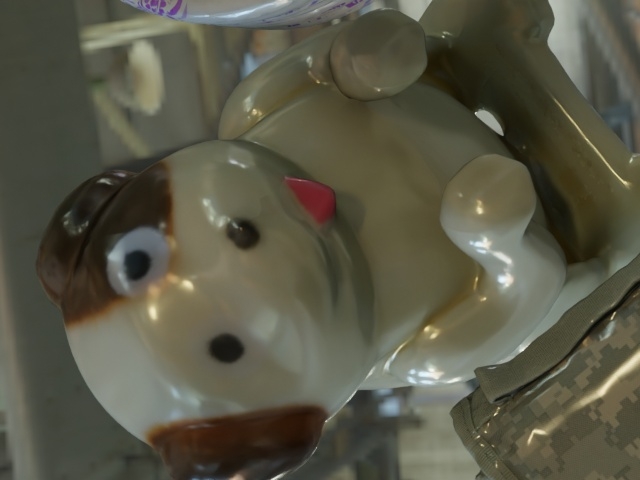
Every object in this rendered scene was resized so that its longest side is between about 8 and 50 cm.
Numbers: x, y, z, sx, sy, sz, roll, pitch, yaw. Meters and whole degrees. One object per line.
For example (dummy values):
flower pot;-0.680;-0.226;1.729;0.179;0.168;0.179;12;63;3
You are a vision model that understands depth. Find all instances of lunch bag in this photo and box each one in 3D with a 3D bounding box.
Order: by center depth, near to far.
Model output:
lunch bag;0.237;0.108;0.991;0.287;0.235;0.169;43;-168;-30

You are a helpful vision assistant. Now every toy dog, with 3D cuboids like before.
toy dog;0.000;0.000;1.272;0.408;0.395;0.285;-22;-98;-49

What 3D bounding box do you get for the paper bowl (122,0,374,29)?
paper bowl;-0.031;-0.265;1.082;0.148;0.284;0.284;-5;-90;-62
